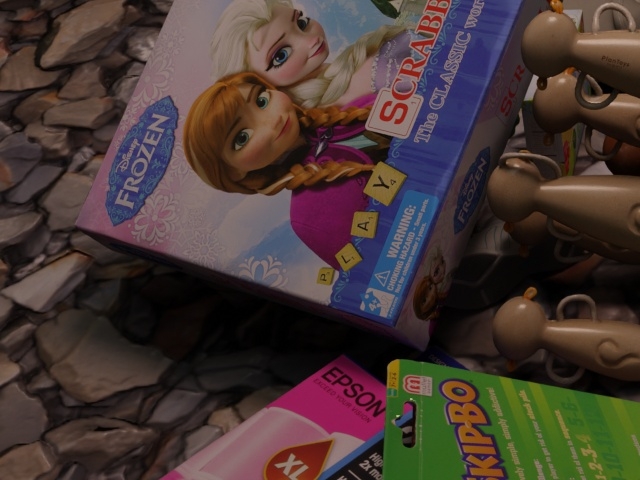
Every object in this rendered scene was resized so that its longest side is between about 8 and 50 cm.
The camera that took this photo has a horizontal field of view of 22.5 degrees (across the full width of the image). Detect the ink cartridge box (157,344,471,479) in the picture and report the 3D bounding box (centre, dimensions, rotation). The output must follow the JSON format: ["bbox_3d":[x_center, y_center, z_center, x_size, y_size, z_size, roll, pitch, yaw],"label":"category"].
[{"bbox_3d":[-0.002,0.192,1.134,0.371,0.069,0.176,-31,43,-25],"label":"ink cartridge box"}]

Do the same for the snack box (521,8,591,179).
[{"bbox_3d":[0.211,-0.126,1.429,0.037,0.100,0.141,3,41,18],"label":"snack box"}]

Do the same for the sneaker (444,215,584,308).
[{"bbox_3d":[0.145,0.011,1.325,0.152,0.054,0.061,-20,34,-22],"label":"sneaker"}]

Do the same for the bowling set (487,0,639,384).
[{"bbox_3d":[0.202,-0.045,1.252,0.154,0.287,0.200,12,13,0],"label":"bowling set"}]

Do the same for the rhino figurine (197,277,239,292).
[{"bbox_3d":[0.000,0.000,1.355,0.243,0.073,0.106,-1,36,12],"label":"rhino figurine"}]

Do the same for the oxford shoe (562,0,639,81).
[{"bbox_3d":[0.346,-0.255,1.465,0.449,0.130,0.169,-11,47,31],"label":"oxford shoe"}]

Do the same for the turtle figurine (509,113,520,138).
[{"bbox_3d":[0.074,-0.144,1.438,0.197,0.275,0.266,3,41,-19],"label":"turtle figurine"}]

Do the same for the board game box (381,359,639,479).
[{"bbox_3d":[0.167,0.152,1.089,0.259,0.039,0.124,13,40,-6],"label":"board game box"}]

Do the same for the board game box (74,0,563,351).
[{"bbox_3d":[-0.004,-0.107,1.285,0.318,0.066,0.319,15,78,32],"label":"board game box"}]
